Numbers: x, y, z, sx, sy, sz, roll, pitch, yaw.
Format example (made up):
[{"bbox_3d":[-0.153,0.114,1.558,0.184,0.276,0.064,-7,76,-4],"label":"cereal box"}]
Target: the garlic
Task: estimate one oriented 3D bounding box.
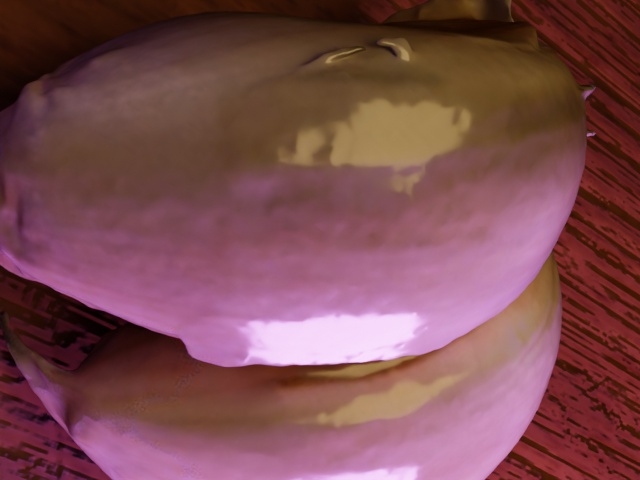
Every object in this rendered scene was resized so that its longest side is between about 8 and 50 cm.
[{"bbox_3d":[0.000,0.000,0.856,0.249,0.286,0.313,47,40,15],"label":"garlic"}]
